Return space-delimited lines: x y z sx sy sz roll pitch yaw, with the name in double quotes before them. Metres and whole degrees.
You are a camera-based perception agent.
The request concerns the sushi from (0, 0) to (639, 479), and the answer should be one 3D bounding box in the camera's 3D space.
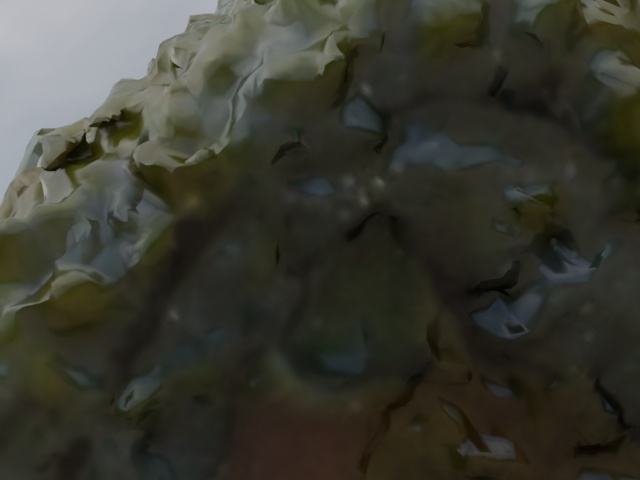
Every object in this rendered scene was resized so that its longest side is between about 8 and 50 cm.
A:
"sushi" 0.059 0.072 0.572 0.351 0.396 0.240 -45 8 3
